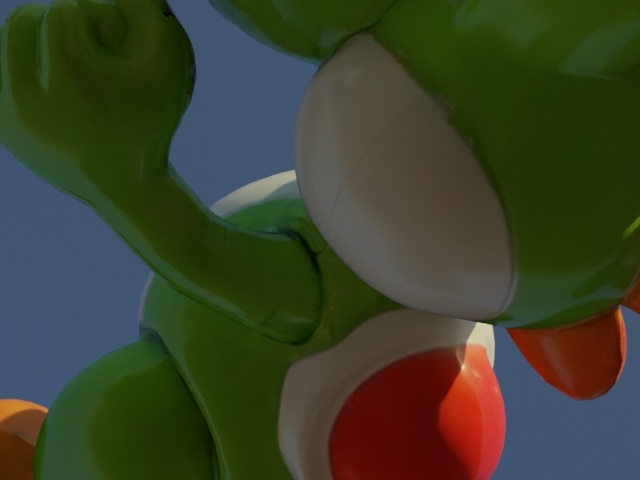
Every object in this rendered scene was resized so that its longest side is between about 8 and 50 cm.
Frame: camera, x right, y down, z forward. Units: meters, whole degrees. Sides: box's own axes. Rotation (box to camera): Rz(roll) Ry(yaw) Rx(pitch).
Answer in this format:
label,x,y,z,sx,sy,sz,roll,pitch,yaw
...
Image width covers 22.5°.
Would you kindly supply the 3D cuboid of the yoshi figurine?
label,x,y,z,sx,sy,sz,roll,pitch,yaw
yoshi figurine,-0.006,-0.022,0.501,0.203,0.203,0.362,28,-47,-9
